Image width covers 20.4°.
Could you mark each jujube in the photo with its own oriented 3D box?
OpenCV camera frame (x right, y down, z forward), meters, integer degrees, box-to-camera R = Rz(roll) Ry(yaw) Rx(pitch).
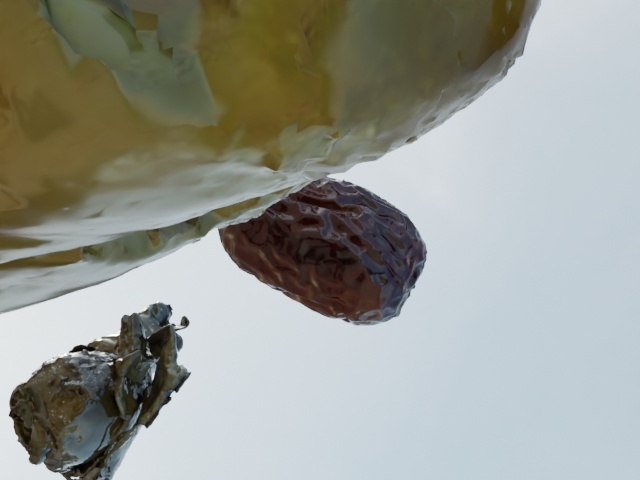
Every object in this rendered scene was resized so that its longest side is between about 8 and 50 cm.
[{"bbox_3d":[0.000,0.000,1.476,0.176,0.112,0.109,26,-81,6],"label":"jujube"}]

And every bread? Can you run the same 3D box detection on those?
[{"bbox_3d":[-0.083,-0.121,0.735,0.394,0.250,0.361,-13,-126,36],"label":"bread"}]

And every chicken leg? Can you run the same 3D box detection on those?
[{"bbox_3d":[-0.134,0.096,1.128,0.080,0.125,0.196,44,-1,0],"label":"chicken leg"}]
